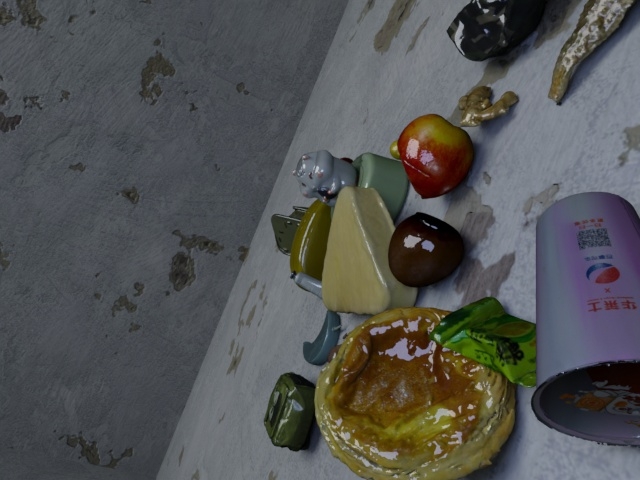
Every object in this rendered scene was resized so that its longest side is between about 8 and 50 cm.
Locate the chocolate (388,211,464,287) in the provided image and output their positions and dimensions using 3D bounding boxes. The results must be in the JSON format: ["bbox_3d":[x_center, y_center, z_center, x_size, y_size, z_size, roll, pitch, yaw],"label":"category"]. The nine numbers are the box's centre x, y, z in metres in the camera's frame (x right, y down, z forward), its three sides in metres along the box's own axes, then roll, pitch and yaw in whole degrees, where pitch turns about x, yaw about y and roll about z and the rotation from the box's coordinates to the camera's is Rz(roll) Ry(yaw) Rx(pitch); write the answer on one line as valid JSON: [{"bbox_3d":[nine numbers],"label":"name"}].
[{"bbox_3d":[0.231,0.029,1.040,0.176,0.177,0.176,-53,23,36],"label":"chocolate"}]

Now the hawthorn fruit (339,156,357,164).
[{"bbox_3d":[0.091,-0.241,1.742,0.172,0.148,0.148,-53,17,-7],"label":"hawthorn fruit"}]

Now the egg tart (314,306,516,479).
[{"bbox_3d":[0.166,0.279,0.828,0.352,0.352,0.150,-88,-16,-46],"label":"egg tart"}]

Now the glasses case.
[{"bbox_3d":[0.000,0.000,1.650,0.141,0.173,0.371,1,70,67],"label":"glasses case"}]

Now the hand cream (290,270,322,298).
[{"bbox_3d":[-0.010,0.155,1.522,0.067,0.195,0.042,-63,-12,3],"label":"hand cream"}]

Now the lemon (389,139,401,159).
[{"bbox_3d":[0.250,-0.286,1.466,0.062,0.062,0.083,-55,19,32],"label":"lemon"}]

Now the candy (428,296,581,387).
[{"bbox_3d":[0.297,0.166,0.734,0.069,0.149,0.246,70,164,-12],"label":"candy"}]

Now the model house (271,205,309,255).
[{"bbox_3d":[-0.032,-0.076,1.935,0.279,0.218,0.204,-43,-43,-38],"label":"model house"}]

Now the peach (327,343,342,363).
[{"bbox_3d":[0.059,0.326,1.272,0.083,0.083,0.083,-53,23,36],"label":"peach"}]

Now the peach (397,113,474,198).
[{"bbox_3d":[0.271,-0.204,1.133,0.192,0.190,0.190,-57,20,8],"label":"peach"}]

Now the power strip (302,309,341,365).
[{"bbox_3d":[0.009,0.315,1.475,0.216,0.044,0.137,-55,23,33],"label":"power strip"}]

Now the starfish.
[{"bbox_3d":[0.537,-0.430,0.838,0.324,0.082,0.432,-31,43,55],"label":"starfish"}]

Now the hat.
[{"bbox_3d":[0.502,-0.647,1.124,0.382,0.257,0.366,-35,-4,-11],"label":"hat"}]

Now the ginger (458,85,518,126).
[{"bbox_3d":[0.382,-0.326,1.123,0.176,0.052,0.193,-43,21,-25],"label":"ginger"}]

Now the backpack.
[{"bbox_3d":[-0.084,0.500,1.388,0.253,0.140,0.207,175,116,-76],"label":"backpack"}]

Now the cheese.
[{"bbox_3d":[0.111,0.023,1.259,0.384,0.104,0.383,180,90,-67],"label":"cheese"}]

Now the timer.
[{"bbox_3d":[0.067,-0.172,1.448,0.291,0.315,0.290,-52,25,37],"label":"timer"}]

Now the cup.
[{"bbox_3d":[0.362,0.081,0.589,0.203,0.203,0.288,-47,20,45],"label":"cup"}]
